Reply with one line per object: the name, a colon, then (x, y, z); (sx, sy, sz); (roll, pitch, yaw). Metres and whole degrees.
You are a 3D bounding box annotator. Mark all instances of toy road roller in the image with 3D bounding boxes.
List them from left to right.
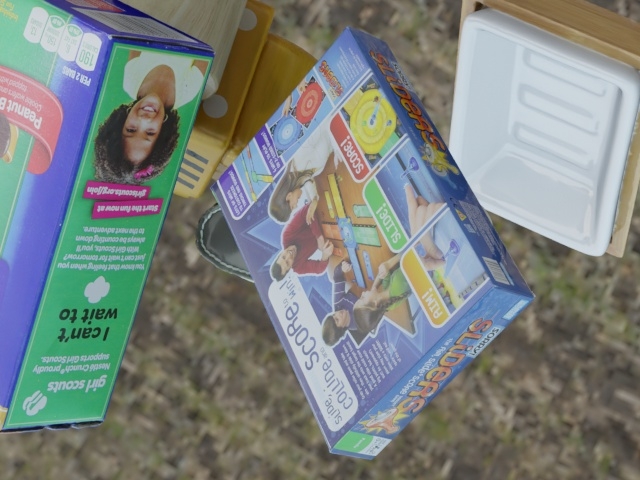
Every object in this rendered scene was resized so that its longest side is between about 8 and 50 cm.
toy road roller: (-0.096, -0.152, 1.662); (0.240, 0.202, 0.329); (20, 159, -9)

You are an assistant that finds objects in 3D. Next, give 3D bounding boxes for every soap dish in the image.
soap dish: (0.257, -0.139, 1.905); (0.229, 0.118, 0.291); (26, 143, 21)

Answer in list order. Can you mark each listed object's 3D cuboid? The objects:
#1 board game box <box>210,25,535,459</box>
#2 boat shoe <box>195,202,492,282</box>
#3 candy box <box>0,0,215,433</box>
board game box: (0.021, -0.001, 0.958); (0.035, 0.201, 0.136); (16, 127, -42)
boat shoe: (0.000, -0.005, 1.501); (0.305, 0.091, 0.109); (2, 94, 39)
candy box: (-0.246, -0.047, 1.386); (0.268, 0.122, 0.317); (28, 108, 39)
